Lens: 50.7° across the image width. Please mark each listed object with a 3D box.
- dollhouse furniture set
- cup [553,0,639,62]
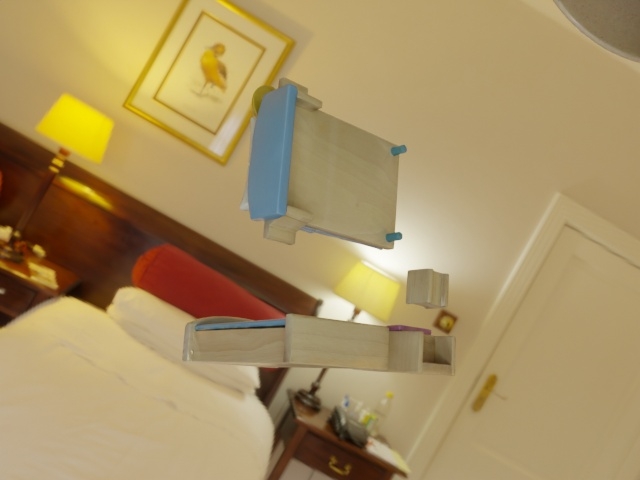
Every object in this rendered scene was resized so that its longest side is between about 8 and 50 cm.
[{"bbox_3d":[0.000,0.000,0.807,0.286,0.304,0.198,14,-15,-41],"label":"dollhouse furniture set"},{"bbox_3d":[0.476,-0.430,0.871,0.331,0.237,0.331,46,-12,13],"label":"cup"}]
